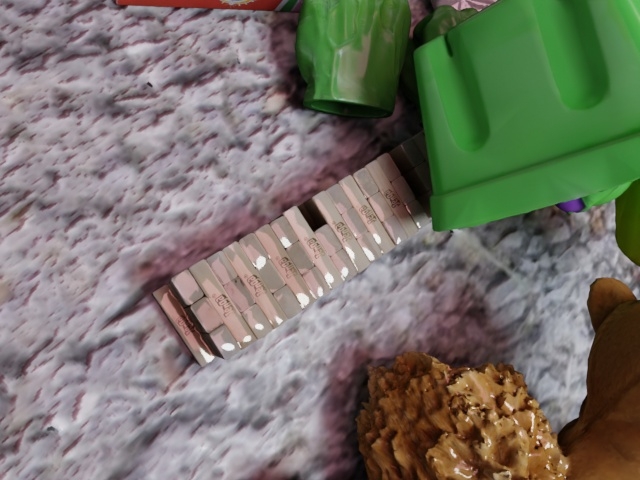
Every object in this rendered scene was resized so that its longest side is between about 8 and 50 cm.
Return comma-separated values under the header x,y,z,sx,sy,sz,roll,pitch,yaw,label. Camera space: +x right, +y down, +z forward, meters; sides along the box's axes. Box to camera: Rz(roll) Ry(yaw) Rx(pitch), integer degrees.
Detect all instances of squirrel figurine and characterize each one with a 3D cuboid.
x,y,z,sx,sy,sz,roll,pitch,yaw,label
0.223,0.221,0.456,0.398,0.281,0.370,8,110,7,squirrel figurine

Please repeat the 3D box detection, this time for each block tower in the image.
x,y,z,sx,sy,sz,roll,pitch,yaw,label
0.000,0.000,0.543,0.336,0.097,0.090,-33,93,-20,block tower

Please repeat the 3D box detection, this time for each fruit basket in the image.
x,y,z,sx,sy,sz,roll,pitch,yaw,label
0.309,-0.084,0.512,0.392,0.283,0.391,13,70,-39,fruit basket

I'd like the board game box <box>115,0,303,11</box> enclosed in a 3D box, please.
x,y,z,sx,sy,sz,roll,pitch,yaw,label
-0.081,-0.388,0.591,0.317,0.064,0.242,-7,84,-21,board game box

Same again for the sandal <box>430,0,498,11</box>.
x,y,z,sx,sy,sz,roll,pitch,yaw,label
0.165,-0.465,0.682,0.170,0.102,0.415,-7,97,-6,sandal

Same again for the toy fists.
x,y,z,sx,sy,sz,roll,pitch,yaw,label
0.102,-0.211,0.615,0.280,0.096,0.142,5,92,-20,toy fists
